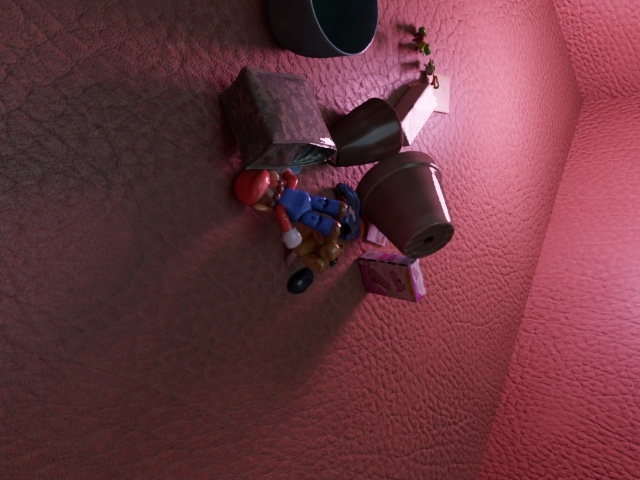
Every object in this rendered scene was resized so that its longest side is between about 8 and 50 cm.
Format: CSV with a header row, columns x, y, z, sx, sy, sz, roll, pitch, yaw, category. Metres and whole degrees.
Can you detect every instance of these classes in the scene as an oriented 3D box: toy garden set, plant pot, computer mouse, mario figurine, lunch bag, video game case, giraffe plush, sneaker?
x,y,z,sx,sy,sz,roll,pitch,yaw,category
0.418,-0.721,1.891,0.204,0.049,0.245,-58,131,-62,toy garden set
0.318,-0.100,1.652,0.323,0.323,0.281,20,37,-46,plant pot
-0.016,0.110,1.600,0.242,0.041,0.071,-34,118,-40,computer mouse
-0.095,-0.104,1.365,0.198,0.320,0.170,-74,-171,-59,mario figurine
0.121,-0.337,1.592,0.230,0.215,0.216,-29,116,-25,plant pot
-0.100,-0.330,1.318,0.286,0.168,0.236,-10,74,-44,lunch bag
0.222,-0.033,1.854,0.122,0.011,0.087,18,81,-46,video game case
0.000,0.000,1.508,0.170,0.210,0.182,-27,90,-47,giraffe plush
0.092,-0.096,1.663,0.087,0.083,0.221,-30,113,-32,sneaker
-0.013,-0.665,1.365,0.292,0.235,0.293,-6,99,-46,plant pot

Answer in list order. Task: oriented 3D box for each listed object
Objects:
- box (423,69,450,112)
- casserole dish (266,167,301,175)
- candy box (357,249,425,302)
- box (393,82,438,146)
x,y,z,sx,sy,sz,roll,pitch,yaw,category
0.510,-0.647,2.075,0.201,0.021,0.165,-9,102,-46,box
-0.118,-0.254,1.451,0.188,0.036,0.114,4,92,-48,casserole dish
0.261,0.130,1.754,0.071,0.233,0.159,-37,120,-38,candy box
0.357,-0.498,1.878,0.275,0.094,0.113,-55,129,-26,box
